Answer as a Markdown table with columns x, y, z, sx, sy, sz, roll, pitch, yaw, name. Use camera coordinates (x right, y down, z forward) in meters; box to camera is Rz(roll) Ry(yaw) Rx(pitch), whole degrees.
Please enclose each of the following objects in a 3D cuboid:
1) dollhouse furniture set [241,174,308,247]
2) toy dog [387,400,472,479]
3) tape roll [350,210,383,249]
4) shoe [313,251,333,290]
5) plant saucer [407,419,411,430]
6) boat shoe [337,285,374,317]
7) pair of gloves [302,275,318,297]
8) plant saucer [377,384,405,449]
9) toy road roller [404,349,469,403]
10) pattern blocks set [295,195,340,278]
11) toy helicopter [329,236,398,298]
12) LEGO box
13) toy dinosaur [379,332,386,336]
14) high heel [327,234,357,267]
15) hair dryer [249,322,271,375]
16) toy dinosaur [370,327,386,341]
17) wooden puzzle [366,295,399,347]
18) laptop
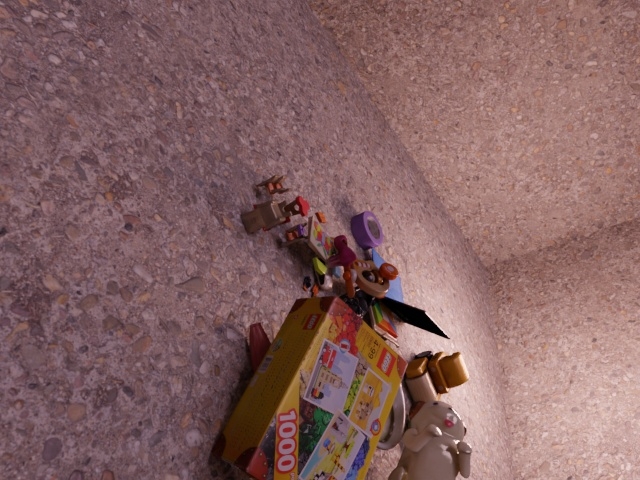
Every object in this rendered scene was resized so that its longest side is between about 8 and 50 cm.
| x | y | z | sx | sy | sz | roll | pitch | yaw | name |
| --- | --- | --- | --- | --- | --- | --- | --- | --- | --- |
| -0.172 | -0.097 | 1.707 | 0.262 | 0.135 | 0.259 | 67 | 19 | 1 | dollhouse furniture set |
| 0.426 | 0.809 | 1.721 | 0.396 | 0.284 | 0.408 | 87 | 25 | -56 | toy dog |
| 0.238 | -0.051 | 2.335 | 0.189 | 0.080 | 0.189 | 35 | 43 | -41 | tape roll |
| 0.012 | 0.097 | 1.878 | 0.058 | 0.076 | 0.219 | 31 | 47 | -52 | shoe |
| 0.455 | 0.866 | 2.058 | 0.240 | 0.037 | 0.241 | 17 | 67 | -45 | plant saucer |
| 0.153 | 0.270 | 1.945 | 0.340 | 0.113 | 0.127 | -23 | 90 | -60 | boat shoe |
| -0.038 | 0.185 | 1.804 | 0.083 | 0.010 | 0.074 | 46 | 37 | -26 | pair of gloves |
| 0.193 | 0.605 | 1.797 | 0.400 | 0.100 | 0.401 | 37 | 41 | -41 | plant saucer |
| 0.574 | 0.655 | 2.227 | 0.329 | 0.240 | 0.203 | -19 | 86 | -60 | toy road roller |
| 0.000 | 0.000 | 1.785 | 0.325 | 0.026 | 0.286 | 40 | 39 | -51 | pattern blocks set |
| 0.139 | 0.113 | 1.945 | 0.355 | 0.140 | 0.234 | 43 | 36 | 25 | toy helicopter |
| -0.005 | 0.468 | 1.307 | 0.372 | 0.193 | 0.501 | 45 | 57 | -25 | LEGO box |
| 0.150 | 0.397 | 1.848 | 0.211 | 0.112 | 0.064 | -3 | 94 | -21 | toy dinosaur |
| 0.107 | 0.031 | 1.819 | 0.244 | 0.117 | 0.082 | -53 | 125 | -65 | high heel |
| -0.149 | 0.385 | 1.458 | 0.294 | 0.080 | 0.224 | 61 | 15 | -20 | hair dryer |
| 0.276 | 0.447 | 2.082 | 0.183 | 0.053 | 0.093 | 34 | 42 | -43 | toy dinosaur |
| 0.290 | 0.360 | 2.131 | 0.238 | 0.044 | 0.221 | 43 | 24 | -37 | wooden puzzle |
| 0.442 | 0.260 | 2.265 | 0.382 | 0.407 | 0.237 | 42 | 71 | -47 | laptop |
